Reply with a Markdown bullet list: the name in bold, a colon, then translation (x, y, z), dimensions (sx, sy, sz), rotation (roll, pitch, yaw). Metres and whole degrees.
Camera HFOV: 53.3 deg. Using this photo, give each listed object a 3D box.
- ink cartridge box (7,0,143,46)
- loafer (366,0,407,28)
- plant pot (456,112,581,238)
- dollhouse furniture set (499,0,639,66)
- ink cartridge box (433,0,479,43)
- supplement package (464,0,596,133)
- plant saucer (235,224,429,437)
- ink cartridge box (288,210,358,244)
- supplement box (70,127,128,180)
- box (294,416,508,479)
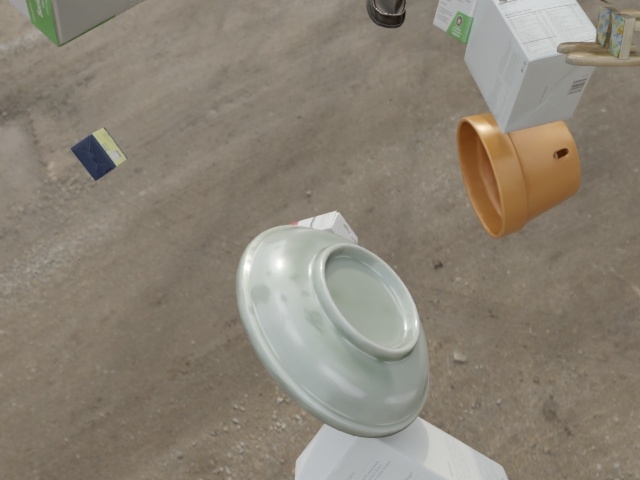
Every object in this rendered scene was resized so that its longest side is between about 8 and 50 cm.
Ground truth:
- **ink cartridge box**: translation (-0.328, -0.362, 0.768), dimensions (0.219, 0.092, 0.160), rotation (41, 61, 9)
- **loafer**: translation (0.135, -0.524, 1.271), dimensions (0.080, 0.078, 0.220), rotation (2, 68, -4)
- **plant pot**: translation (0.460, -0.172, 1.475), dimensions (0.204, 0.291, 0.291), rotation (-17, 49, 1)
- **dollhouse furniture set**: translation (0.313, -0.342, 0.783), dimensions (0.161, 0.212, 0.242), rotation (3, 26, 10)
- **ink cartridge box**: translation (0.392, -0.627, 1.529), dimensions (0.117, 0.278, 0.201), rotation (4, 30, -16)
- **supplement package**: translation (0.390, -0.351, 1.194), dimensions (0.149, 0.194, 0.203), rotation (-14, 62, -7)
- **plant saucer**: translation (0.054, 0.115, 1.048), dimensions (0.100, 0.400, 0.400), rotation (-45, 39, 33)
- **ink cartridge box**: translation (0.000, 0.000, 1.423), dimensions (0.135, 0.099, 0.056), rotation (-15, 38, 33)
- **supplement box**: translation (-0.461, -0.182, 1.332), dimensions (0.056, 0.083, 0.083), rotation (-30, 16, 12)
- **box**: translation (0.151, 0.452, 1.143), dimensions (0.215, 0.345, 0.168), rotation (-55, 10, 14)
